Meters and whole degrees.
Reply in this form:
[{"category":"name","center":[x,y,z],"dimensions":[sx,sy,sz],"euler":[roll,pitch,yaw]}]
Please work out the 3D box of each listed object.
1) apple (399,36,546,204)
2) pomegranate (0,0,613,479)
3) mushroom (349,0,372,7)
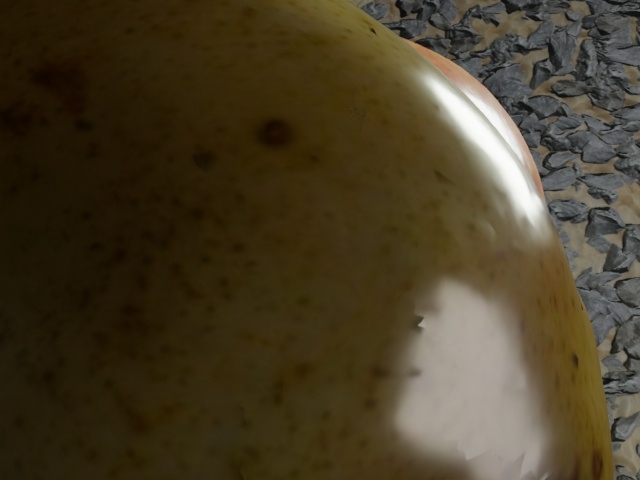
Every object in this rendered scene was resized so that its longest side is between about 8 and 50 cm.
[{"category":"apple","center":[0.000,0.000,1.126],"dimensions":[0.364,0.364,0.364],"euler":[0,90,-82]},{"category":"pomegranate","center":[-0.063,0.081,0.640],"dimensions":[0.416,0.417,0.416],"euler":[0,90,-82]},{"category":"mushroom","center":[-0.089,-0.182,0.929],"dimensions":[0.154,0.137,0.407],"euler":[51,36,2]}]
